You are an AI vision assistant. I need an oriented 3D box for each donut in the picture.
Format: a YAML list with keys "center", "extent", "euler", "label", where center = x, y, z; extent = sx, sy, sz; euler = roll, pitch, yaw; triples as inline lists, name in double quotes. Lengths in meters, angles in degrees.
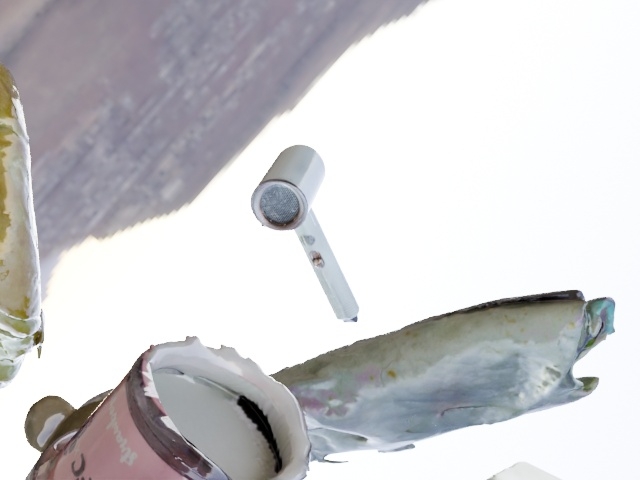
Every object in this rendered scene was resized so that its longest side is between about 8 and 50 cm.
- center: [-0.377, -0.008, 1.519]
  extent: [0.360, 0.170, 0.360]
  euler: [176, -90, -74]
  label: "donut"

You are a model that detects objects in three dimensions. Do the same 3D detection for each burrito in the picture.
- center: [0.051, 0.096, 0.979]
  extent: [0.309, 0.096, 0.066]
  euler: [-20, -133, 26]
  label: "burrito"

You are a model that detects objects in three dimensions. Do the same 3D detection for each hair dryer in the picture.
- center: [0.000, 0.000, 1.914]
  extent: [0.073, 0.236, 0.131]
  euler: [-21, -162, 23]
  label: "hair dryer"

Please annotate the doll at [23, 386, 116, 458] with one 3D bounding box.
- center: [-0.190, 0.304, 1.496]
  extent: [0.174, 0.235, 0.329]
  euler: [-60, 152, -70]
  label: "doll"

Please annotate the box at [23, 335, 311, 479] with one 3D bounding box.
- center: [-0.085, 0.143, 0.885]
  extent: [0.135, 0.151, 0.151]
  euler: [-53, -175, 29]
  label: "box"

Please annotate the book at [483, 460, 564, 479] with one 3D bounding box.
- center: [0.346, 0.355, 1.695]
  extent: [0.239, 0.352, 0.035]
  euler: [-8, 119, -63]
  label: "book"
